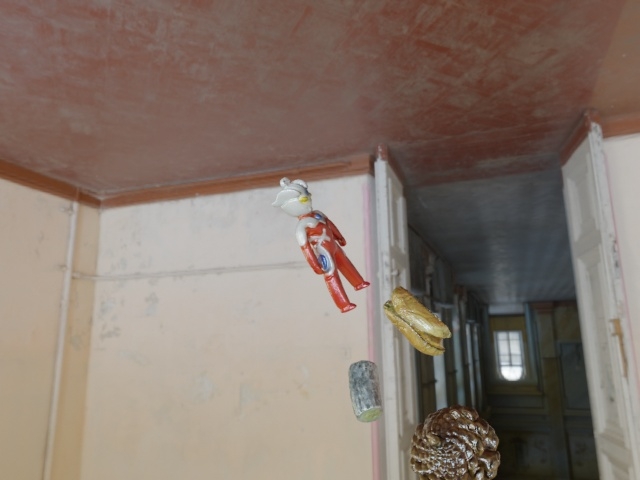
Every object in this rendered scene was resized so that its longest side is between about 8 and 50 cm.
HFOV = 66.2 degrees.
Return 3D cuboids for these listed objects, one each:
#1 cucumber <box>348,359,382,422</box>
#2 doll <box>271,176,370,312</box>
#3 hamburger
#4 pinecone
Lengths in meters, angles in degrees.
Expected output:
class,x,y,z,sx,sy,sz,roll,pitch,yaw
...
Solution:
class,x,y,z,sx,sy,sz,roll,pitch,yaw
cucumber,0.086,0.292,0.952,0.064,0.112,0.064,-1,135,-1
doll,0.000,0.000,1.311,0.099,0.384,0.188,-29,-168,30
hamburger,0.307,0.277,1.638,0.262,0.124,0.131,41,-157,29
pinecone,0.288,0.442,1.045,0.186,0.168,0.212,-25,162,20
